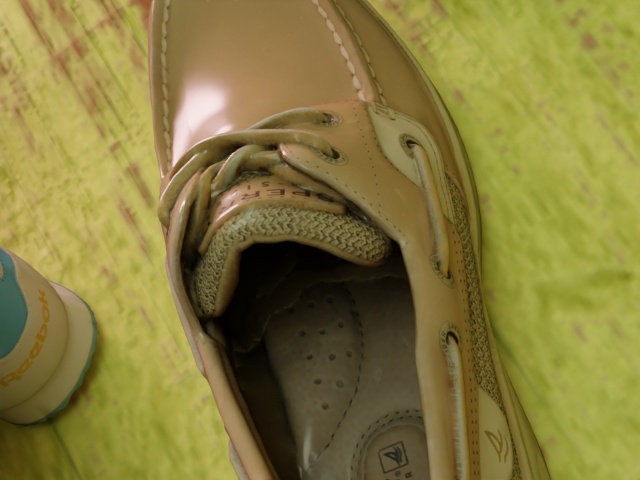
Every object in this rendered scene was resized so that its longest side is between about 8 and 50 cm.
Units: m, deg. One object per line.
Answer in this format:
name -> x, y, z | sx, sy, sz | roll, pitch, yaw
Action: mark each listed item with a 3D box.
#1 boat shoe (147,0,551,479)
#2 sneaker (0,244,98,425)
boat shoe -> 0.000, 0.000, 0.719 | 0.121, 0.110, 0.341 | -28, 58, 10
sneaker -> -0.208, 0.012, 0.818 | 0.229, 0.092, 0.087 | 11, 73, 29
